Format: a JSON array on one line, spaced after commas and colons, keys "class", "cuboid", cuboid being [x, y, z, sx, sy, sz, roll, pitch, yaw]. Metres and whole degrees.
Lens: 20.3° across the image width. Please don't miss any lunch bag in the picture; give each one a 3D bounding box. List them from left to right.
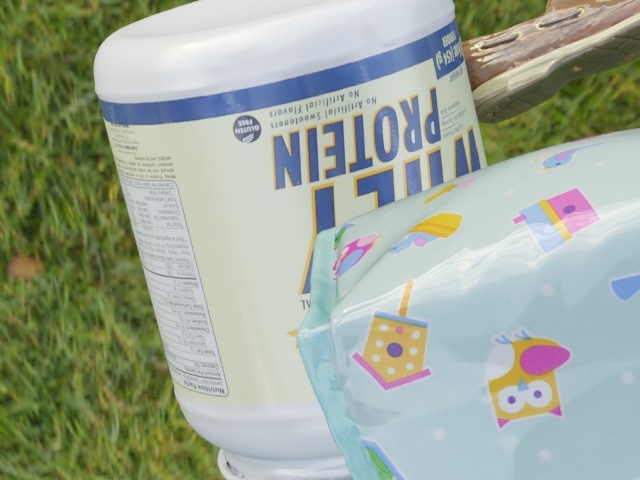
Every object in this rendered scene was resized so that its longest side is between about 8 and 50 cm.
[{"class": "lunch bag", "cuboid": [0.115, 0.032, 0.837, 0.223, 0.262, 0.160, -20, 99, 7]}]

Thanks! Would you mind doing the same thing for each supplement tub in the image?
[{"class": "supplement tub", "cuboid": [0.000, 0.000, 1.169, 0.235, 0.235, 0.325, -16, 104, -9]}]

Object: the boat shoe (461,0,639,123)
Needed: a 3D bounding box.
[{"class": "boat shoe", "cuboid": [0.173, -0.143, 1.200, 0.178, 0.064, 0.060, -25, 73, 4]}]
